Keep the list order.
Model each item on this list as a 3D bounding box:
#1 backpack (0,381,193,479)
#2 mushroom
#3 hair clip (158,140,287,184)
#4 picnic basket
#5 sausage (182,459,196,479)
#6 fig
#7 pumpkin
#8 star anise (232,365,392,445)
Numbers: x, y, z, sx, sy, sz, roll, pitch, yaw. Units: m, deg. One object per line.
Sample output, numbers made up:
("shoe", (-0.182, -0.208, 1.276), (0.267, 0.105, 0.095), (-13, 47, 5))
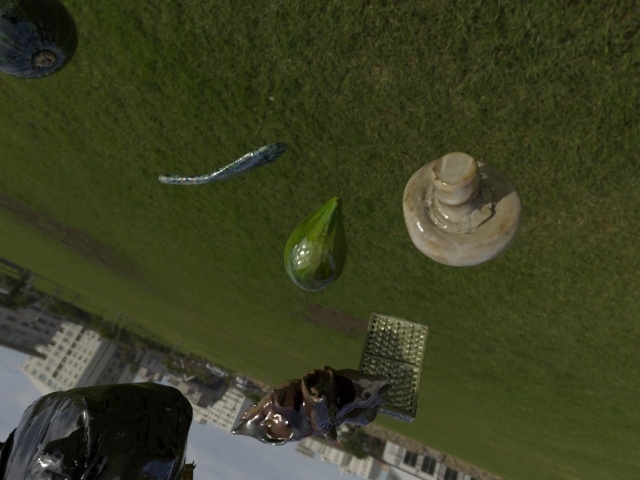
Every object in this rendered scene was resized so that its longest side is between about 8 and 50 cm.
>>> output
("backpack", (-0.363, 0.434, 0.566), (0.364, 0.444, 0.255), (-24, 146, 36))
("mushroom", (0.246, -0.071, 0.699), (0.207, 0.206, 0.209), (16, 132, 17))
("hair clip", (-0.158, -0.113, 0.641), (0.230, 0.036, 0.066), (-10, -173, 18))
("picnic basket", (0.156, 0.280, 0.887), (0.134, 0.196, 0.154), (9, 153, 16))
("sausage", (-0.471, 0.626, 0.977), (0.318, 0.125, 0.117), (3, 163, -17))
("fig", (-0.014, 0.008, 1.014), (0.167, 0.233, 0.167), (-2, -173, 0))
("pumpkin", (-0.525, -0.370, 0.719), (0.167, 0.167, 0.125), (-18, 97, 58))
("star anise", (0.013, 0.132, 0.328), (0.129, 0.056, 0.124), (12, 143, -41))
